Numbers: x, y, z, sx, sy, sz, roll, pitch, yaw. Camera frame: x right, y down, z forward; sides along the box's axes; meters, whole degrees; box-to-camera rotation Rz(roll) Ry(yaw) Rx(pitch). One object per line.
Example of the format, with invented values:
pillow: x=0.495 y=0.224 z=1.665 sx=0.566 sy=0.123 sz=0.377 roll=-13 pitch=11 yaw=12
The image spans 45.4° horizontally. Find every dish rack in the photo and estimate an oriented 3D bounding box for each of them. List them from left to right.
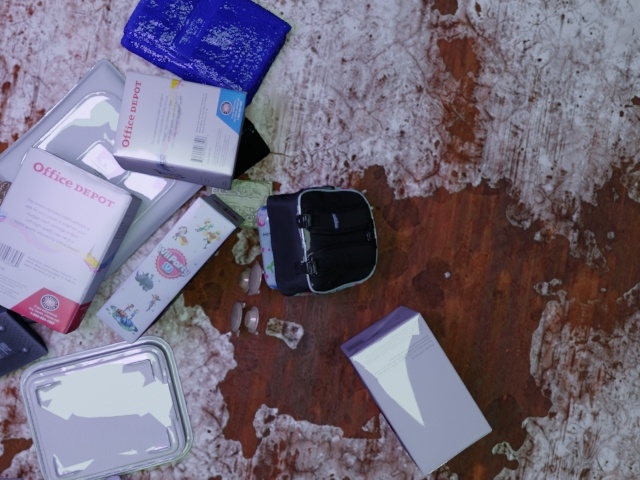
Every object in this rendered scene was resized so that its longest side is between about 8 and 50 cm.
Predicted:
dish rack: x=-0.457 y=0.370 z=1.625 sx=0.332 sy=0.072 sz=0.286 roll=-13 pitch=91 yaw=-6

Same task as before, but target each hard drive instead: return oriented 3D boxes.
hard drive: x=-0.710 y=0.224 z=1.558 sx=0.254 sy=0.054 sz=0.172 roll=-24 pitch=136 yaw=2

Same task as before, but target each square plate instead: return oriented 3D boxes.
square plate: x=-0.464 y=-0.151 z=1.620 sx=0.344 sy=0.049 sz=0.347 roll=-44 pitch=92 yaw=-1

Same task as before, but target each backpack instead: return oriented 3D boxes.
backpack: x=0.000 y=0.000 z=1.594 sx=0.253 sy=0.191 sz=0.225 roll=-10 pitch=93 yaw=-45

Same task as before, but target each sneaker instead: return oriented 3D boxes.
sneaker: x=-0.670 y=-0.063 z=1.606 sx=0.042 sy=0.067 sz=0.118 roll=19 pitch=77 yaw=0

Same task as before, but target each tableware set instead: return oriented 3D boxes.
tableware set: x=-0.154 y=0.124 z=1.619 sx=0.020 sy=0.141 sz=0.169 roll=11 pitch=89 yaw=-25

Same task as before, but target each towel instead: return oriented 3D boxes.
towel: x=-0.244 y=-0.443 z=1.632 sx=0.308 sy=0.076 sz=0.228 roll=29 pitch=89 yaw=-5
towel: x=-0.177 y=-0.081 z=1.667 sx=0.148 sy=0.027 sz=0.110 roll=3 pitch=91 yaw=-6

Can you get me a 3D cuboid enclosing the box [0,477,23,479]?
box: x=-0.696 y=0.571 z=1.520 sx=0.148 sy=0.232 sz=0.127 roll=-1 pitch=91 yaw=-6

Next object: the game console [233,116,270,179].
game console: x=-0.192 y=-0.205 z=1.658 sx=0.122 sy=0.071 sz=0.107 roll=-37 pitch=53 yaw=-9

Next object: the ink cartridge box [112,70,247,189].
ink cartridge box: x=-0.277 y=-0.214 z=1.524 sx=0.232 sy=0.168 sz=0.171 roll=11 pitch=83 yaw=-6

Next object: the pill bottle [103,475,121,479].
pill bottle: x=-0.411 y=0.594 z=1.601 sx=0.112 sy=0.112 sz=0.187 roll=-29 pitch=99 yaw=-5

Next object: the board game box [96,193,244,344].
board game box: x=-0.293 y=0.049 z=1.544 sx=0.097 sy=0.224 sz=0.303 roll=40 pitch=94 yaw=-4

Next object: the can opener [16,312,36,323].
can opener: x=-0.700 y=0.154 z=1.605 sx=0.283 sy=0.095 sz=0.076 roll=-5 pitch=72 yaw=-15

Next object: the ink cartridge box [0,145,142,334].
ink cartridge box: x=-0.528 y=0.000 z=1.528 sx=0.226 sy=0.131 sz=0.306 roll=27 pitch=87 yaw=-3

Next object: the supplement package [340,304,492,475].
supplement package: x=0.198 y=0.313 z=1.633 sx=0.175 sy=0.177 sz=0.293 roll=-33 pitch=93 yaw=-5
